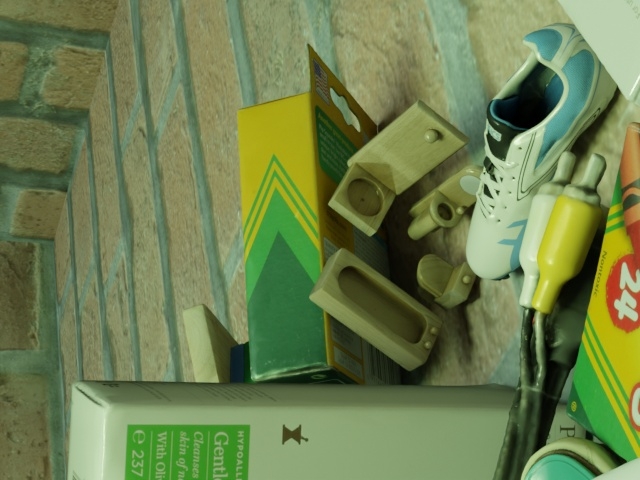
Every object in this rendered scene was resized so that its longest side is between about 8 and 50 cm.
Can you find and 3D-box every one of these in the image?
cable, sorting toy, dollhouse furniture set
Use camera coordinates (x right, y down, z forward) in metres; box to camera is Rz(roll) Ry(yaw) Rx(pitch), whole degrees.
[{"bbox_3d":[0.143,0.081,0.891,0.139,0.072,0.287,100,-168,-80],"label":"cable"},{"bbox_3d":[-0.033,0.215,1.290,0.257,0.089,0.255,59,-167,-57],"label":"sorting toy"},{"bbox_3d":[0.082,-0.002,1.091,0.123,0.144,0.151,-38,19,53],"label":"dollhouse furniture set"}]

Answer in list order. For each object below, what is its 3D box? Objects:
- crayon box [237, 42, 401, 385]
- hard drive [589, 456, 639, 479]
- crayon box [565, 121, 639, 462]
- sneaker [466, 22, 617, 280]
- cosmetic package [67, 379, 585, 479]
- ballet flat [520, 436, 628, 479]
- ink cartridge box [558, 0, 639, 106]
[{"bbox_3d":[0.000,0.000,1.236,0.203,0.083,0.322,41,-139,-60],"label":"crayon box"},{"bbox_3d":[0.072,0.228,0.547,0.319,0.040,0.210,-29,37,15],"label":"hard drive"},{"bbox_3d":[0.262,0.063,0.688,0.318,0.081,0.202,-143,61,-65],"label":"crayon box"},{"bbox_3d":[0.155,-0.067,0.993,0.085,0.086,0.237,-112,31,-46],"label":"sneaker"},{"bbox_3d":[0.001,0.206,0.944,0.155,0.366,0.196,-179,91,-71],"label":"cosmetic package"},{"bbox_3d":[0.218,0.219,0.758,0.248,0.086,0.086,54,140,28],"label":"ballet flat"},{"bbox_3d":[0.249,-0.215,0.613,0.197,0.198,0.270,-110,32,-47],"label":"ink cartridge box"}]
